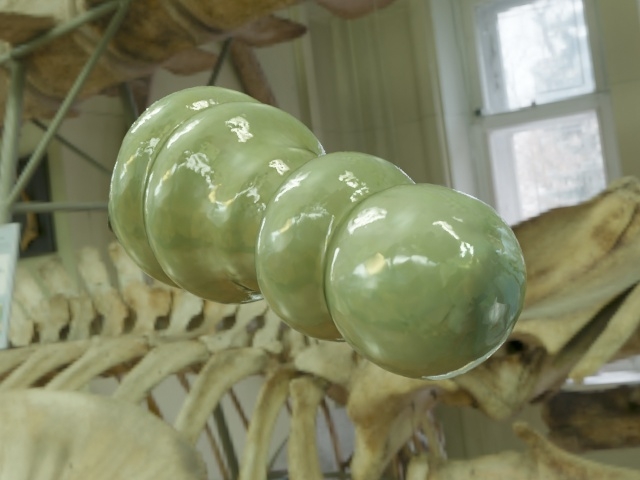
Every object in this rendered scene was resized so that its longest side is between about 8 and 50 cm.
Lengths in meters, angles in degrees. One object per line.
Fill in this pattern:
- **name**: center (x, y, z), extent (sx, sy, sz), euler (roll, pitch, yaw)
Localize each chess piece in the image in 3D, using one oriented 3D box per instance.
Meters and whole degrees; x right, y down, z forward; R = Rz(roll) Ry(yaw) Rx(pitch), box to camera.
- **chess piece**: center (0.000, 0.000, 0.666), extent (0.182, 0.182, 0.330), euler (-5, 19, -40)
